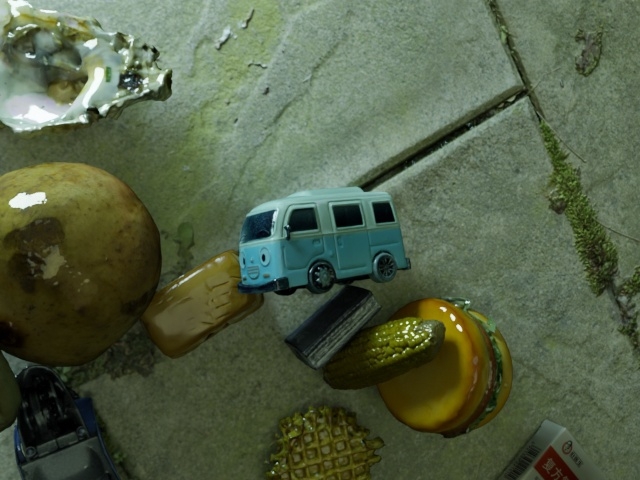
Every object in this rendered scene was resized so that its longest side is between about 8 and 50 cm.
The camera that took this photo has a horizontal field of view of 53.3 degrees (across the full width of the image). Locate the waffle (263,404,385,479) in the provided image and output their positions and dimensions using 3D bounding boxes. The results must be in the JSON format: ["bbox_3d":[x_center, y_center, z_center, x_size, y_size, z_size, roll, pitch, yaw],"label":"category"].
[{"bbox_3d":[0.000,0.383,1.115,0.197,0.070,0.193,24,84,-17],"label":"waffle"}]

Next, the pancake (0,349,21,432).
[{"bbox_3d":[-0.516,0.155,0.816,0.294,0.294,0.049,59,35,-13],"label":"pancake"}]

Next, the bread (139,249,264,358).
[{"bbox_3d":[-0.188,0.102,1.029,0.200,0.077,0.116,-31,95,-17],"label":"bread"}]

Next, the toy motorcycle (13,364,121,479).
[{"bbox_3d":[-0.356,0.332,0.910,0.125,0.212,0.358,-18,103,-21],"label":"toy motorcycle"}]

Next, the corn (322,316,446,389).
[{"bbox_3d":[0.095,0.186,1.054,0.097,0.262,0.097,24,53,-35],"label":"corn"}]

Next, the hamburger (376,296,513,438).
[{"bbox_3d":[0.220,0.215,1.108,0.170,0.246,0.246,16,87,-40],"label":"hamburger"}]

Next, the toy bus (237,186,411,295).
[{"bbox_3d":[0.000,0.000,1.035,0.271,0.133,0.164,-7,89,-36],"label":"toy bus"}]

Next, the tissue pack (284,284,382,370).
[{"bbox_3d":[0.019,0.143,1.084,0.156,0.112,0.051,-41,104,-14],"label":"tissue pack"}]

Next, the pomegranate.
[{"bbox_3d":[-0.358,0.028,0.849,0.281,0.281,0.281,-1,93,-21],"label":"pomegranate"}]

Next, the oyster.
[{"bbox_3d":[-0.398,-0.233,0.926,0.355,0.107,0.201,10,69,-9],"label":"oyster"}]

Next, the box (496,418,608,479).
[{"bbox_3d":[0.515,0.569,1.320,0.214,0.069,0.353,-44,108,-13],"label":"box"}]
